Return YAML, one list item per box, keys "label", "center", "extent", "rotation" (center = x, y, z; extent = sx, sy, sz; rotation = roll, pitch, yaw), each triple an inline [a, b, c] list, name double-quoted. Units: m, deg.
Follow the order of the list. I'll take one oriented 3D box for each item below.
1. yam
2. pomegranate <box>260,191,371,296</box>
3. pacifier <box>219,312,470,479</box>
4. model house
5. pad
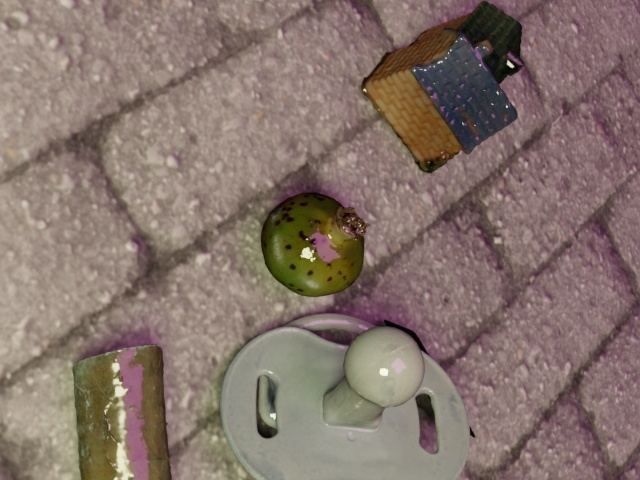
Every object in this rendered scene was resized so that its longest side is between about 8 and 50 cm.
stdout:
- label: "yam"
  center: [-0.186, 0.234, 0.973]
  extent: [0.093, 0.093, 0.259]
  rotation: [0, 80, -39]
- label: "pomegranate"
  center: [-0.004, 0.001, 1.156]
  extent: [0.130, 0.130, 0.130]
  rotation: [10, 73, -38]
- label: "pacifier"
  center: [0.045, 0.156, 1.080]
  extent: [0.287, 0.226, 0.238]
  rotation: [13, 56, -15]
- label: "model house"
  center: [0.191, -0.215, 1.336]
  extent: [0.166, 0.172, 0.183]
  rotation: [49, 53, -19]
- label: "pad"
  center: [0.133, 0.169, 1.244]
  extent: [0.003, 0.112, 0.157]
  rotation: [-33, 102, -12]
